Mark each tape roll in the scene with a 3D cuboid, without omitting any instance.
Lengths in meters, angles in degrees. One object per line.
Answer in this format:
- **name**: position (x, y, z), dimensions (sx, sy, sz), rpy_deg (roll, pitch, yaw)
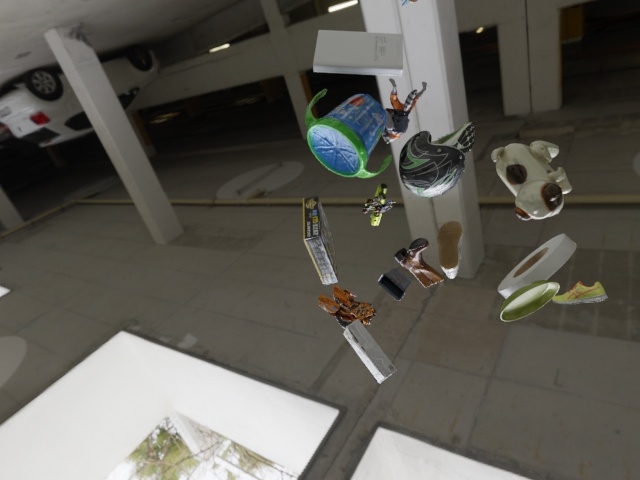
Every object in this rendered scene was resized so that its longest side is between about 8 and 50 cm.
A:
- **tape roll**: position (0.981, 0.126, 1.921), dimensions (0.392, 0.392, 0.072), rpy_deg (-36, -104, -32)

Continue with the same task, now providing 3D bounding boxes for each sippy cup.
- **sippy cup**: position (0.109, -0.380, 1.461), dimensions (0.240, 0.305, 0.224), rpy_deg (19, -120, 41)

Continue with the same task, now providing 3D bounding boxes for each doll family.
- **doll family**: position (0.263, -0.156, 1.934), dimensions (0.111, 0.193, 0.076), rpy_deg (-40, -129, 40)

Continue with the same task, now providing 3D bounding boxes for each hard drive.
- **hard drive**: position (0.137, -0.671, 1.499), dimensions (0.307, 0.040, 0.203), rpy_deg (4, -121, 4)

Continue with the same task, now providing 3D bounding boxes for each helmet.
- **helmet**: position (0.295, -0.195, 1.119), dimensions (0.169, 0.169, 0.162), rpy_deg (-17, -135, 2)

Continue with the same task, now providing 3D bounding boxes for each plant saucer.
- **plant saucer**: position (0.780, 0.221, 1.586), dimensions (0.241, 0.241, 0.037), rpy_deg (-20, -129, -5)

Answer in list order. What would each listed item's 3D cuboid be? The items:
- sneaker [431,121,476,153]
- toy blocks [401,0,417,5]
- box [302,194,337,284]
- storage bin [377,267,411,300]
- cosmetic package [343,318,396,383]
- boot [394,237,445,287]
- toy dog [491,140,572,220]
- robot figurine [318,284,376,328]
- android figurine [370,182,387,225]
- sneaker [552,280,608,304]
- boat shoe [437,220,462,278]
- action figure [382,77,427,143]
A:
- **sneaker**: position (0.669, -0.523, 2.240), dimensions (0.410, 0.158, 0.182), rpy_deg (-36, -137, -21)
- **toy blocks**: position (0.267, -0.791, 1.291), dimensions (0.148, 0.123, 0.054), rpy_deg (-13, -122, 68)
- **box**: position (0.000, 0.000, 1.875), dimensions (0.079, 0.322, 0.257), rpy_deg (-11, -133, 10)
- **storage bin**: position (0.350, 0.190, 1.939), dimensions (0.135, 0.098, 0.091), rpy_deg (41, -129, 17)
- **cosmetic package**: position (0.186, 0.430, 1.630), dimensions (0.060, 0.099, 0.239), rpy_deg (-30, -112, -23)
- **boot**: position (0.585, 0.135, 2.348), dimensions (0.264, 0.280, 0.096), rpy_deg (-41, -173, 45)
- **toy dog**: position (1.044, -0.288, 2.054), dimensions (0.284, 0.395, 0.408), rpy_deg (-40, -140, 39)
- **robot figurine**: position (0.135, 0.335, 2.103), dimensions (0.211, 0.085, 0.291), rpy_deg (-30, -141, -35)
- **android figurine**: position (0.334, -0.199, 2.435), dimensions (0.056, 0.273, 0.248), rpy_deg (13, -122, 2)
- **sneaker**: position (1.115, 0.226, 1.821), dimensions (0.208, 0.094, 0.081), rpy_deg (-15, 168, 33)
- **boat shoe**: position (0.536, 0.037, 1.739), dimensions (0.098, 0.096, 0.277), rpy_deg (-1, -135, 25)
- **action figure**: position (0.373, -0.655, 2.169), dimensions (0.341, 0.330, 0.178), rpy_deg (-10, -135, -24)
